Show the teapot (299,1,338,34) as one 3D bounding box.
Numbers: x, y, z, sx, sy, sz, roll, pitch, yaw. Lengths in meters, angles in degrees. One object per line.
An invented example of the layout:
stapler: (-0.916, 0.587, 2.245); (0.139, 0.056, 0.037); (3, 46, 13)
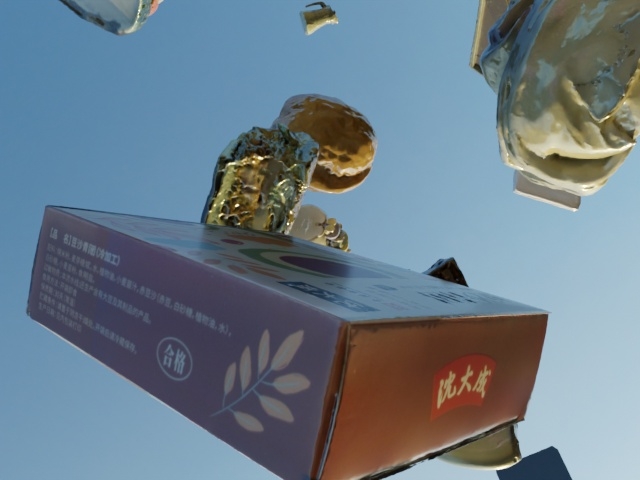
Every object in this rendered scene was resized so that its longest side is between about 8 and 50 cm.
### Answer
teapot: (-0.004, -0.526, 1.485); (0.083, 0.057, 0.067); (-17, -81, -3)

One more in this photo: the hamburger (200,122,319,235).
hamburger: (-0.111, -0.103, 1.194); (0.168, 0.288, 0.192); (23, -145, -2)

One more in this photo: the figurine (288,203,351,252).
figurine: (0.000, 0.000, 1.674); (0.235, 0.155, 0.127); (52, -148, -62)

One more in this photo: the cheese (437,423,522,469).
cheese: (0.141, 0.232, 0.762); (0.097, 0.192, 0.037); (-81, -29, -42)

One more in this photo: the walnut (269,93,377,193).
walnut: (0.008, -0.215, 1.451); (0.257, 0.224, 0.257); (14, -125, -21)

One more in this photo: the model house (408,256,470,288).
model house: (0.168, 0.104, 0.888); (0.106, 0.152, 0.165); (-16, -103, -41)

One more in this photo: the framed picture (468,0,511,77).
framed picture: (0.443, -0.418, 1.407); (0.247, 0.335, 0.022); (42, -98, 19)

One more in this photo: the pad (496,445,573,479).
pad: (0.386, 0.440, 1.124); (0.003, 0.157, 0.112); (-2, -120, -35)

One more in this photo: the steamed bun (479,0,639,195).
steamed bun: (0.349, -0.255, 0.893); (0.238, 0.394, 0.346); (23, -100, 2)

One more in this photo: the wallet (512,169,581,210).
wallet: (0.612, -0.140, 1.715); (0.183, 0.031, 0.124); (19, -139, 4)

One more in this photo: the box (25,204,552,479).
box: (-0.029, 0.074, 0.625); (0.345, 0.385, 0.122); (6, -83, -51)

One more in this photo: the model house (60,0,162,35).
model house: (-0.380, -0.588, 1.251); (0.272, 0.190, 0.300); (32, -125, 7)
